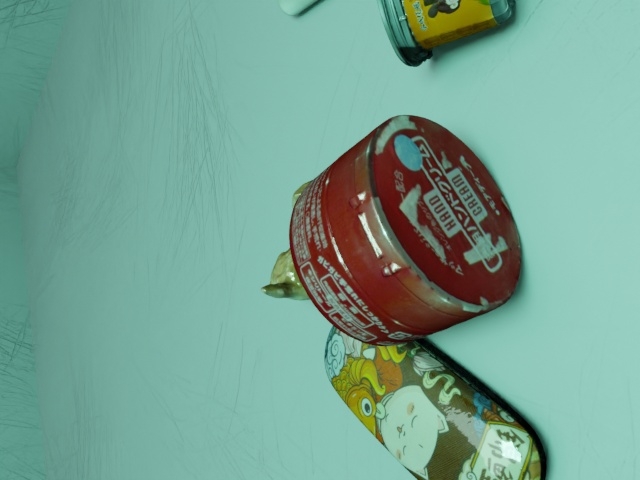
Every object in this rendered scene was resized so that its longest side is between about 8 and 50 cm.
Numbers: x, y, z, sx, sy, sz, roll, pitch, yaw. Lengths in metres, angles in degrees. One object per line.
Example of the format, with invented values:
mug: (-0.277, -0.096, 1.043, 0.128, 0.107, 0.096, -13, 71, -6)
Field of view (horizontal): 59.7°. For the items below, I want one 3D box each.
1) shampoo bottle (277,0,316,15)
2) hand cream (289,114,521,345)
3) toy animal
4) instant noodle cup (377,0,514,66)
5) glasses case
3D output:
shampoo bottle: (0.010, -0.449, 0.890, 0.221, 0.051, 0.108, -11, 74, 49)
hand cream: (0.089, -0.005, 0.604, 0.149, 0.230, 0.230, -35, 59, 43)
toy animal: (-0.013, -0.006, 0.768, 0.104, 0.184, 0.185, 15, 89, 25)
instant noodle cup: (0.146, -0.296, 0.627, 0.125, 0.208, 0.178, -3, 78, 28)
glasses case: (0.114, 0.190, 0.656, 0.321, 0.082, 0.122, 35, 110, 46)
